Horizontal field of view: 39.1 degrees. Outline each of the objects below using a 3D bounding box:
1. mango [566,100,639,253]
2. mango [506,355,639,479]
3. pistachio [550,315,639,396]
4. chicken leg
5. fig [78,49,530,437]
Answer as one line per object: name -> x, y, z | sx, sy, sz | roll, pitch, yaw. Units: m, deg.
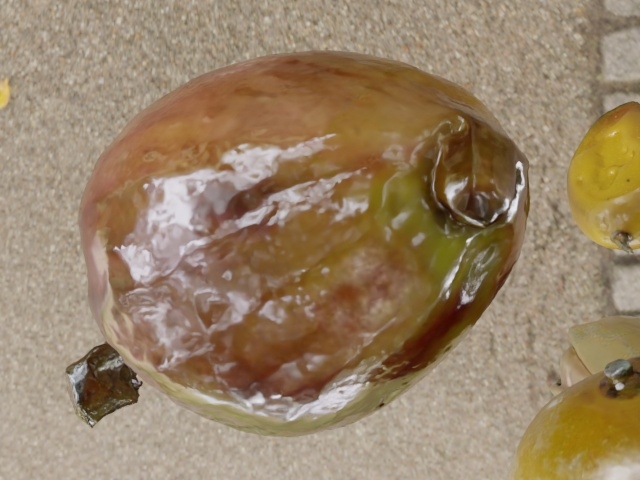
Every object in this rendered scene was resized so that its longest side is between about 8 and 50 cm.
mango -> 0.254, -0.055, 0.746 | 0.101, 0.187, 0.066 | -23, 122, 26
mango -> 0.227, 0.248, 0.550 | 0.221, 0.199, 0.384 | -15, 97, 6
pistachio -> 0.358, 0.179, 0.901 | 0.181, 0.293, 0.162 | 8, 114, -35
chicken leg -> -0.166, 0.055, 0.939 | 0.113, 0.304, 0.093 | 20, 154, 17
fig -> -0.007, 0.001, 0.526 | 0.263, 0.224, 0.224 | -17, 130, 13
